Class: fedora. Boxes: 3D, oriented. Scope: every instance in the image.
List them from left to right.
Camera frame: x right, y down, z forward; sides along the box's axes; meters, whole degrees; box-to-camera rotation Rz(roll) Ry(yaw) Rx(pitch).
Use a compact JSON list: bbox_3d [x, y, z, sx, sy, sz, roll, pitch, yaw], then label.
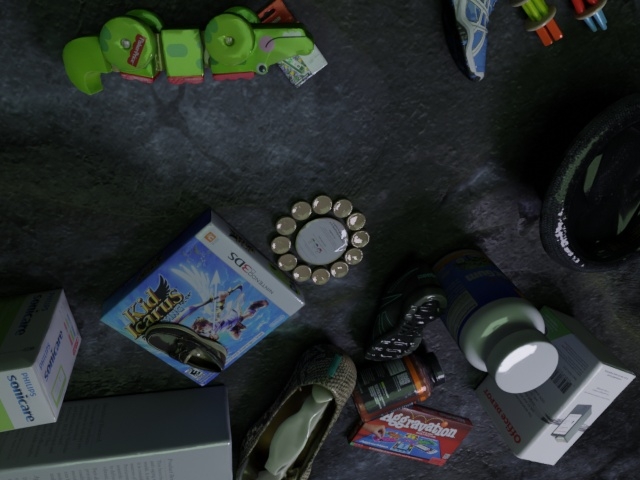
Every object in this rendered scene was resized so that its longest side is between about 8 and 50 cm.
[{"bbox_3d":[0.505,-0.112,0.946,0.335,0.152,0.333,-6,117,-11],"label":"fedora"}]

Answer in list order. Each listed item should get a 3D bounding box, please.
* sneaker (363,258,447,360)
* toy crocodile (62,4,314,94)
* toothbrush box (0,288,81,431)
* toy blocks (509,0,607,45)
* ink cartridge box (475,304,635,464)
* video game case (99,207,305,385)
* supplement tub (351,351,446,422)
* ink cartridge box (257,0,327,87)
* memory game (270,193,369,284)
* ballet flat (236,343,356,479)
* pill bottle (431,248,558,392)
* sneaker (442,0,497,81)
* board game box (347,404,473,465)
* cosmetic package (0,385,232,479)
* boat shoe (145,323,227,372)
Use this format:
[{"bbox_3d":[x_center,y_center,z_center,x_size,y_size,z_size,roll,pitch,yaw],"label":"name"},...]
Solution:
[{"bbox_3d":[0.161,0.147,1.047,0.101,0.106,0.267,9,136,-23],"label":"sneaker"},{"bbox_3d":[-0.177,-0.258,0.721,0.341,0.115,0.105,-3,119,-3],"label":"toy crocodile"},{"bbox_3d":[-0.559,0.198,0.837,0.284,0.206,0.122,-10,119,-9],"label":"toothbrush box"},{"bbox_3d":[0.386,-0.365,0.838,0.148,0.054,0.123,38,103,-28],"label":"toy blocks"},{"bbox_3d":[0.495,0.314,1.150,0.115,0.198,0.272,21,112,-24],"label":"ink cartridge box"},{"bbox_3d":[-0.208,0.114,0.957,0.270,0.061,0.244,-40,118,10],"label":"video game case"},{"bbox_3d":[0.162,0.304,1.121,0.198,0.106,0.106,-21,121,-1],"label":"supplement tub"},{"bbox_3d":[-0.048,-0.294,0.789,0.063,0.029,0.115,-36,120,8],"label":"ink cartridge box"},{"bbox_3d":[0.000,0.000,0.971,0.186,0.012,0.186,-5,118,-10],"label":"memory game"},{"bbox_3d":[-0.079,0.429,1.086,0.164,0.182,0.482,29,111,6],"label":"ballet flat"},{"bbox_3d":[0.309,0.142,0.970,0.153,0.272,0.152,-6,119,-11],"label":"pill bottle"},{"bbox_3d":[0.232,-0.345,0.797,0.081,0.080,0.211,-19,122,1],"label":"sneaker"},{"bbox_3d":[0.218,0.458,1.264,0.282,0.027,0.145,21,110,-22],"label":"board game box"},{"bbox_3d":[-0.405,0.440,1.030,0.454,0.161,0.229,-2,118,-12],"label":"cosmetic package"},{"bbox_3d":[-0.233,0.191,0.929,0.152,0.049,0.056,23,112,-22],"label":"boat shoe"}]
